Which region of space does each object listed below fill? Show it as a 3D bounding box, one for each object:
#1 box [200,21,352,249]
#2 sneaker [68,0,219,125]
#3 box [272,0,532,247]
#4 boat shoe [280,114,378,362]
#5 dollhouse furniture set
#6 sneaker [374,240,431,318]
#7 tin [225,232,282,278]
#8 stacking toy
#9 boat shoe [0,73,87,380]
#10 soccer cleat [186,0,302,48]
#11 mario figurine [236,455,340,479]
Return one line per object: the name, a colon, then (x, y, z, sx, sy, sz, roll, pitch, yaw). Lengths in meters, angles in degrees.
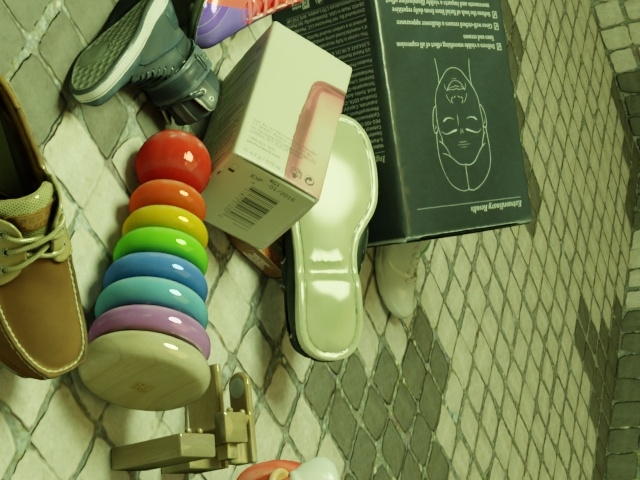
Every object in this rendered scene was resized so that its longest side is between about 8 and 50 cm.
box: (-0.066, -0.132, 1.597, 0.127, 0.148, 0.232, 29, 51, -18)
sneaker: (-0.196, -0.181, 1.462, 0.163, 0.086, 0.226, 62, 32, -30)
box: (0.123, -0.195, 1.873, 0.293, 0.212, 0.395, -7, 89, -44)
boat shoe: (0.004, 0.001, 1.713, 0.127, 0.113, 0.340, 3, 76, -19)
dollhouse furniture set: (-0.151, 0.191, 1.414, 0.151, 0.144, 0.123, 11, 67, -47)
sneaker: (0.141, 0.022, 2.066, 0.080, 0.094, 0.212, -12, 93, -65)
tin: (-0.076, -0.017, 1.711, 0.190, 0.040, 0.106, 47, 39, -50)
stacking toy: (-0.181, 0.018, 1.414, 0.141, 0.141, 0.330, 50, 34, -47)
boat shoe: (-0.294, -0.020, 1.152, 0.122, 0.120, 0.324, -33, 110, -36)
soccer cleat: (-0.071, -0.339, 1.642, 0.318, 0.116, 0.109, -57, 172, -45)
mario figurine: (-0.061, 0.369, 1.467, 0.320, 0.198, 0.170, -31, 98, -57)
